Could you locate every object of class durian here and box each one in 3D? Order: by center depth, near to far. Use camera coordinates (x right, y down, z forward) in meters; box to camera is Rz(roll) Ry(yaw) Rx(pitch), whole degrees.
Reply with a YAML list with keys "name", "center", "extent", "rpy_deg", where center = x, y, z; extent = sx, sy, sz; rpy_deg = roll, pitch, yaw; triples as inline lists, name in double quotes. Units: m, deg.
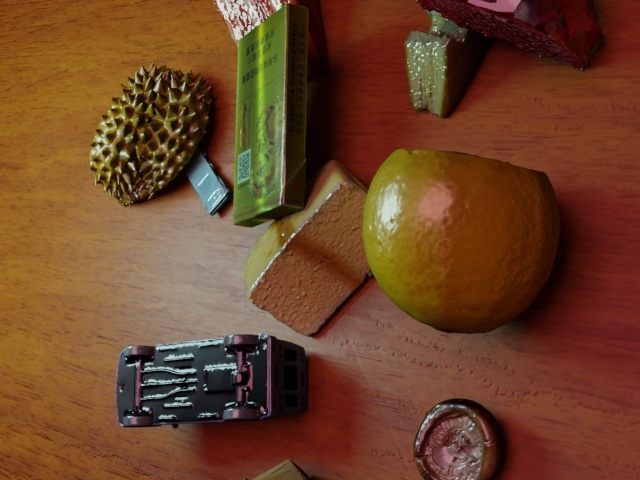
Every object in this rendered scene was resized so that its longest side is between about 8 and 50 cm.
- name: "durian"
  center: [-0.286, -0.190, 1.563]
  extent: [0.187, 0.154, 0.260]
  rpy_deg: [10, 83, 23]

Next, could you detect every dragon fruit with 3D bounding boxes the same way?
- name: "dragon fruit"
  center: [0.254, -0.346, 1.145]
  extent: [0.274, 0.126, 0.161]
  rpy_deg: [24, 89, 8]

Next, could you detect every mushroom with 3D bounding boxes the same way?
- name: "mushroom"
  center: [0.174, 0.259, 1.110]
  extent: [0.123, 0.052, 0.123]
  rpy_deg: [-8, 77, 36]

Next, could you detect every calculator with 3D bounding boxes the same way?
- name: "calculator"
  center: [-0.203, -0.114, 1.539]
  extent: [0.057, 0.018, 0.172]
  rpy_deg: [-46, 51, 13]

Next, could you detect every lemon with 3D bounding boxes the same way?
- name: "lemon"
  center: [0.167, 0.005, 1.091]
  extent: [0.240, 0.240, 0.219]
  rpy_deg: [10, 93, 38]

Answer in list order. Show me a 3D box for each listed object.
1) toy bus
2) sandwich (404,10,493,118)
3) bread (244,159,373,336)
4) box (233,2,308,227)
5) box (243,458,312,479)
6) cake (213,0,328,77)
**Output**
- name: "toy bus"
  center: [-0.168, 0.213, 1.327]
  extent: [0.292, 0.133, 0.125]
  rpy_deg: [-10, 74, 31]
- name: "sandwich"
  center: [0.190, -0.302, 1.274]
  extent: [0.090, 0.088, 0.244]
  rpy_deg: [28, 92, 43]
- name: "bread"
  center: [0.000, 0.000, 1.346]
  extent: [0.240, 0.135, 0.178]
  rpy_deg: [-50, 19, 12]
- name: "box"
  center: [-0.078, -0.186, 1.365]
  extent: [0.173, 0.043, 0.311]
  rpy_deg: [-17, 69, 58]
- name: "box"
  center: [-0.032, 0.377, 1.190]
  extent: [0.111, 0.111, 0.177]
  rpy_deg: [-53, 51, 9]
- name: "cake"
  center: [-0.074, -0.389, 1.525]
  extent: [0.158, 0.160, 0.262]
  rpy_deg: [-22, 97, 28]
